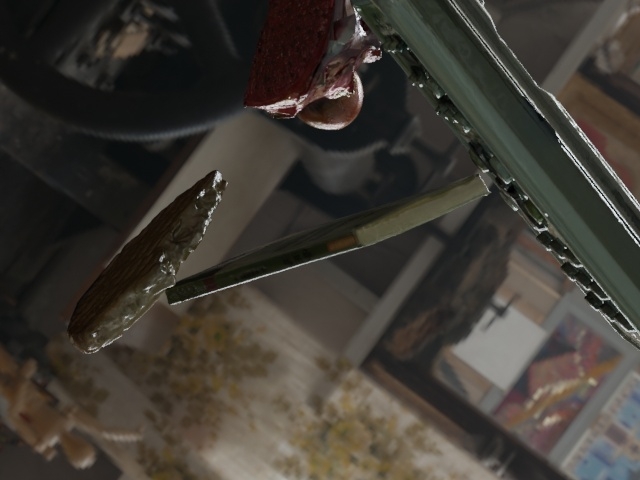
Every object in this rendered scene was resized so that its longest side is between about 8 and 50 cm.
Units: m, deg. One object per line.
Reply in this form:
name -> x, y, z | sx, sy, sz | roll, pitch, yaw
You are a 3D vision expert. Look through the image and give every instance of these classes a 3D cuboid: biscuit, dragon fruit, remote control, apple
biscuit -> -0.157, 0.018, 1.137 | 0.228, 0.031, 0.176 | -47, -162, -19
dragon fruit -> 0.026, -0.267, 1.484 | 0.161, 0.126, 0.274 | 4, 106, -49
remote control -> 0.145, -0.055, 0.805 | 0.065, 0.335, 0.128 | -40, -169, 4
apple -> 0.010, -0.278, 2.268 | 0.146, 0.146, 0.146 | -51, 168, -15

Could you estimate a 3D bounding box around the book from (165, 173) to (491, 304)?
book -> 0.000, 0.000, 1.189 | 0.201, 0.026, 0.289 | -22, -176, -43
